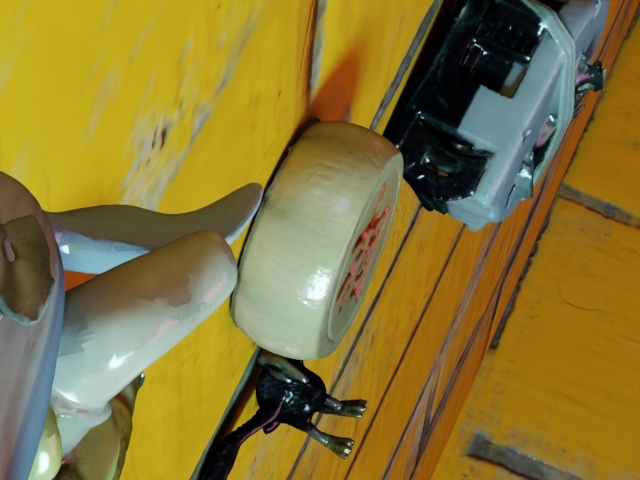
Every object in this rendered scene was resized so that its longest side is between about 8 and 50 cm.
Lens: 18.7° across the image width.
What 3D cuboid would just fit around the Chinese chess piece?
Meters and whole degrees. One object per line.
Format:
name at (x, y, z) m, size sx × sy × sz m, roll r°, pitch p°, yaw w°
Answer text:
Chinese chess piece at (0.000, 0.000, 0.975) m, size 0.122 × 0.051 × 0.122 m, roll 22°, pitch 90°, yaw -80°

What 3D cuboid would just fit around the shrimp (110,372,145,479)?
shrimp at (-0.117, 0.131, 0.631) m, size 0.173 × 0.058 × 0.253 m, roll 113°, pitch 2°, yaw -57°

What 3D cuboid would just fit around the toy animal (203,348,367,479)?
toy animal at (-0.018, 0.084, 1.086) m, size 0.220 × 0.062 × 0.108 m, roll -65°, pitch 152°, yaw -14°

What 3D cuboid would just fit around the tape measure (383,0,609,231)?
tape measure at (0.121, -0.097, 1.279) m, size 0.181 × 0.107 × 0.182 m, roll -61°, pitch 168°, yaw -2°

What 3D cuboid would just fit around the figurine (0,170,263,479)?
figurine at (-0.088, 0.056, 0.397) m, size 0.184 × 0.128 × 0.208 m, roll 103°, pitch 8°, yaw -53°
